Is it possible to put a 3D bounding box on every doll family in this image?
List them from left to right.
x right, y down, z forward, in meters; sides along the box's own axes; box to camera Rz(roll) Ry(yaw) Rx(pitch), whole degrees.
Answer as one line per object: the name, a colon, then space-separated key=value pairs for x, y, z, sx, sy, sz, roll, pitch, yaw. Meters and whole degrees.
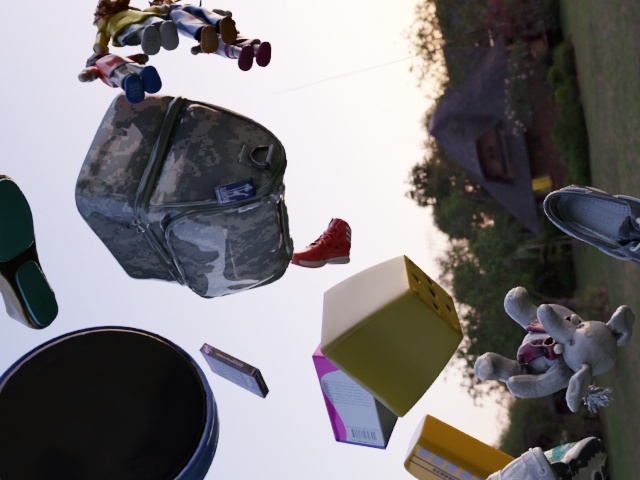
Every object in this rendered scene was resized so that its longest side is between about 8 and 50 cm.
doll family: x=-0.197 y=-0.277 z=0.806 sx=0.263 sy=0.163 sz=0.118 roll=-24 pitch=-51 yaw=-33

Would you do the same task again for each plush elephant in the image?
plush elephant: x=0.549 y=0.240 z=1.402 sx=0.272 sy=0.330 sz=0.255 roll=-48 pitch=-18 yaw=-26

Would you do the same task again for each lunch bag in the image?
lunch bag: x=-0.166 y=-0.053 z=0.896 sx=0.305 sy=0.256 sz=0.213 roll=88 pitch=-168 yaw=-63

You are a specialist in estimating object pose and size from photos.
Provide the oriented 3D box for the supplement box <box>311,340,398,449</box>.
supplement box: x=0.074 y=0.279 z=1.200 sx=0.114 sy=0.111 sz=0.220 roll=-53 pitch=-43 yaw=-50

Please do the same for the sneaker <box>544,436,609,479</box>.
sneaker: x=0.435 y=0.458 z=1.176 sx=0.275 sy=0.110 sz=0.107 roll=-12 pitch=-98 yaw=-34

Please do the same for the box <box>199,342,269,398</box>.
box: x=-0.203 y=0.308 z=1.471 sx=0.029 sy=0.162 sz=0.116 roll=-54 pitch=-28 yaw=-28

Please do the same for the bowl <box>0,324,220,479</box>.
bowl: x=-0.365 y=0.302 z=1.030 sx=0.391 sy=0.391 sz=0.077 roll=-80 pitch=1 yaw=-48

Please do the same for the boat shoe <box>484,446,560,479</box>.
boat shoe: x=0.359 y=0.419 z=0.820 sx=0.320 sy=0.103 sz=0.118 roll=47 pitch=-165 yaw=6

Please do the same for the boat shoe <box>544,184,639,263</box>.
boat shoe: x=0.516 y=-0.015 z=1.036 sx=0.091 sy=0.302 sz=0.114 roll=-3 pitch=-72 yaw=-38

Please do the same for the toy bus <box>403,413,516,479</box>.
toy bus: x=0.358 y=0.534 z=1.407 sx=0.108 sy=0.332 sz=0.130 roll=-52 pitch=-14 yaw=-57

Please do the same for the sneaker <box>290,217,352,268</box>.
sneaker: x=0.000 y=0.000 z=1.628 sx=0.221 sy=0.087 sz=0.128 roll=-5 pitch=-74 yaw=-51

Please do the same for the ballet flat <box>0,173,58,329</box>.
ballet flat: x=-0.421 y=0.020 z=0.833 sx=0.080 sy=0.073 sz=0.232 roll=-47 pitch=-41 yaw=-53

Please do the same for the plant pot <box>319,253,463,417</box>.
plant pot: x=0.142 y=0.156 z=1.161 sx=0.212 sy=0.187 sz=0.212 roll=41 pitch=-158 yaw=-16
